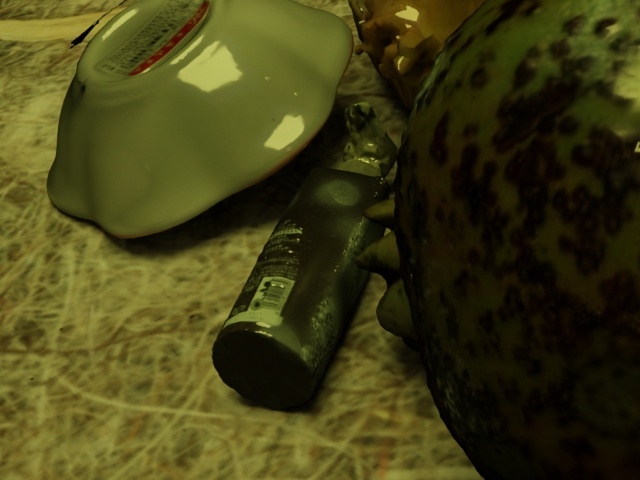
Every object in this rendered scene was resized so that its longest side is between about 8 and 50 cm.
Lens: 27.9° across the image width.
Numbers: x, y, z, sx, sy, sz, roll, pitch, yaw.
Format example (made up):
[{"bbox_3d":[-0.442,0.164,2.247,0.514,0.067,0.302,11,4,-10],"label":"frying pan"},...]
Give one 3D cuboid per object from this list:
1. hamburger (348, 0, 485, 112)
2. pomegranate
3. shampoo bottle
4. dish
[{"bbox_3d":[0.175,-0.171,0.742,0.445,0.268,0.287,10,45,25],"label":"hamburger"},{"bbox_3d":[0.135,0.007,0.548,0.285,0.285,0.340,-37,10,-30],"label":"pomegranate"},{"bbox_3d":[0.001,0.001,0.718,0.057,0.063,0.208,12,41,12],"label":"shampoo bottle"},{"bbox_3d":[-0.095,-0.108,0.829,0.229,0.081,0.229,-19,38,16],"label":"dish"}]
